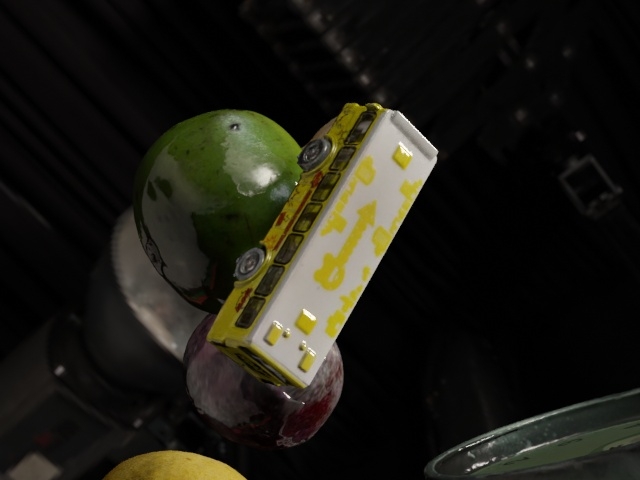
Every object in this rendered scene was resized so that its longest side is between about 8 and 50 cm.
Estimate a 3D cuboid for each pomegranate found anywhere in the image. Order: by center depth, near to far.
[{"bbox_3d":[-0.051,-0.037,1.131,0.225,0.187,0.187,-27,-160,-14],"label":"pomegranate"}]

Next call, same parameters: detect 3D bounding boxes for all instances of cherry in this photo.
[{"bbox_3d":[-0.065,0.149,1.523,0.195,0.195,0.195,-34,-156,18],"label":"cherry"}]

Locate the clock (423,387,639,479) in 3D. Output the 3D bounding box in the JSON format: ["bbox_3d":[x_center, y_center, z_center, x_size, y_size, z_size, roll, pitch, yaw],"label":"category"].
[{"bbox_3d":[0.236,0.173,1.027,0.319,0.066,0.319,-16,177,-1],"label":"clock"}]

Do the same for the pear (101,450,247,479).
[{"bbox_3d":[-0.197,0.428,1.700,0.314,0.314,0.314,-34,-156,18],"label":"pear"}]

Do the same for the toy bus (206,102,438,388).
[{"bbox_3d":[0.000,0.000,0.994,0.074,0.081,0.226,7,-121,53],"label":"toy bus"}]
